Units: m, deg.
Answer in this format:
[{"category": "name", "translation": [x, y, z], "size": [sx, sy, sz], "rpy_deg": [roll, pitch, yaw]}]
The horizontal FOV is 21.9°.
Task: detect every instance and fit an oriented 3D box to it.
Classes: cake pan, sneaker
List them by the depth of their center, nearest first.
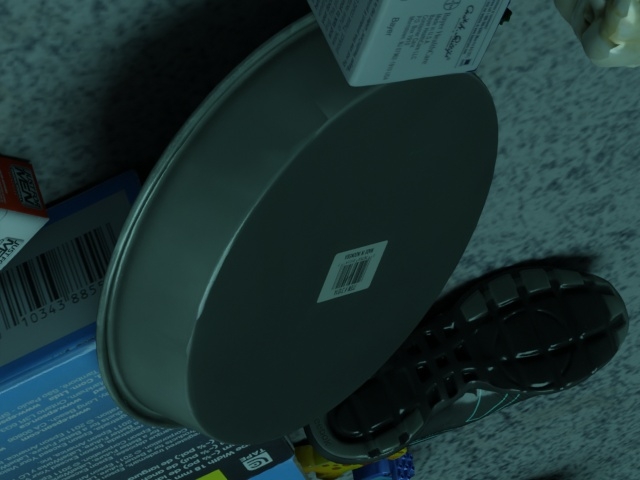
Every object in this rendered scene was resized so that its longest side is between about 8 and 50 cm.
[{"category": "cake pan", "translation": [0.000, 0.000, 0.946], "size": [0.293, 0.054, 0.293], "rpy_deg": [-37, 148, -28]}, {"category": "sneaker", "translation": [0.106, 0.093, 1.273], "size": [0.267, 0.101, 0.106], "rpy_deg": [-19, 172, -9]}]

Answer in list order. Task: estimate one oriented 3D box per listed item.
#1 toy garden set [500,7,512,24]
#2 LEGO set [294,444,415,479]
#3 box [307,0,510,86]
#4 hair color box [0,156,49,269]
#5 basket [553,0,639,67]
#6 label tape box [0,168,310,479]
[{"category": "toy garden set", "translation": [0.168, -0.139, 0.827], "size": [0.204, 0.049, 0.244], "rpy_deg": [-8, -176, -22]}, {"category": "LEGO set", "translation": [0.049, 0.202, 1.380], "size": [0.093, 0.087, 0.227], "rpy_deg": [-25, 154, 33]}, {"category": "box", "translation": [0.035, -0.163, 0.749], "size": [0.072, 0.137, 0.126], "rpy_deg": [-9, 147, -25]}, {"category": "hair color box", "translation": [-0.226, -0.019, 0.892], "size": [0.141, 0.043, 0.072], "rpy_deg": [15, 133, -45]}, {"category": "basket", "translation": [0.219, -0.266, 0.592], "size": [0.331, 0.266, 0.328], "rpy_deg": [-10, 146, -25]}, {"category": "label tape box", "translation": [-0.162, 0.119, 1.090], "size": [0.240, 0.106, 0.333], "rpy_deg": [-25, 150, 1]}]
